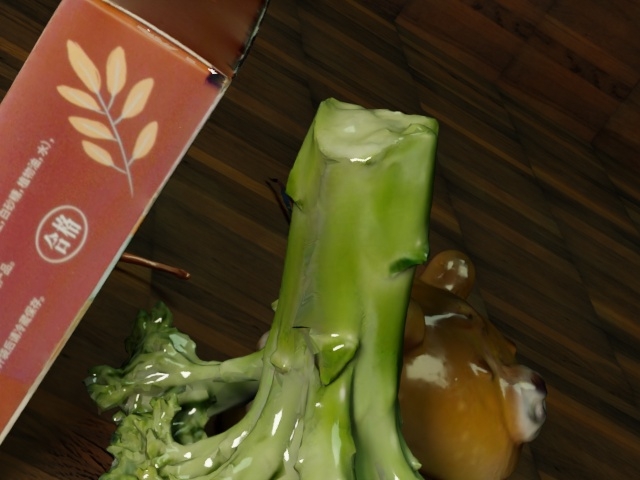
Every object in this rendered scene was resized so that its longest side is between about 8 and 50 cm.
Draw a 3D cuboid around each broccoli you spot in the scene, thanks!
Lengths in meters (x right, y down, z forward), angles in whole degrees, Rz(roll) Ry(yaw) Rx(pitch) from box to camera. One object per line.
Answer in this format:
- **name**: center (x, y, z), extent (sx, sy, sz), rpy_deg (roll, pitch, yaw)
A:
- **broccoli**: center (0.019, 0.134, 1.135), extent (0.353, 0.397, 0.275), rpy_deg (45, 22, 1)

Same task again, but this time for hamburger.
- **hamburger**: center (0.070, 0.139, 1.422), extent (0.276, 0.237, 0.276), rpy_deg (29, 24, -14)

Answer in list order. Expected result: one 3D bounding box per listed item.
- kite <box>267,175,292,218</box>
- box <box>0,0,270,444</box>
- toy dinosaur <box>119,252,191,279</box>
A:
- **kite**: center (0.001, -0.001, 1.931), extent (0.141, 0.015, 0.245), rpy_deg (24, 24, -36)
- **box**: center (-0.191, -0.044, 1.182), extent (0.122, 0.385, 0.344), rpy_deg (31, 21, -8)
- **toy dinosaur**: center (-0.246, -0.010, 1.497), extent (0.279, 0.055, 0.101), rpy_deg (27, -1, -16)
